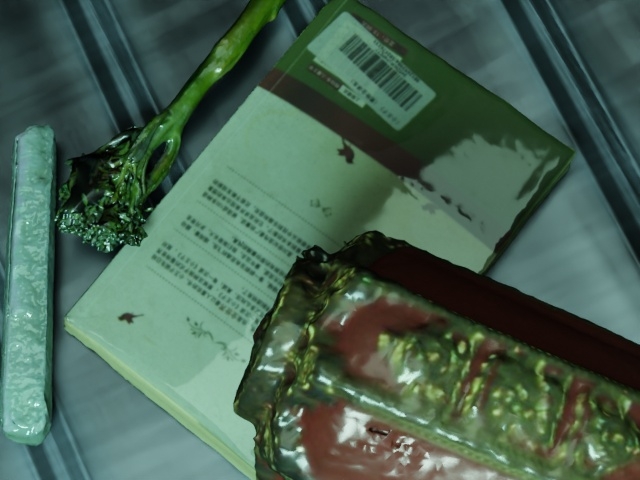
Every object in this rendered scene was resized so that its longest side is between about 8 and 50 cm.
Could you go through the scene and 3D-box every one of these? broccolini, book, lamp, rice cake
[{"bbox_3d":[-0.080,-0.093,1.166,0.071,0.057,0.254,41,71,-5],"label":"broccolini"},{"bbox_3d":[0.000,0.000,1.135,0.201,0.026,0.289,37,79,13],"label":"book"},{"bbox_3d":[0.087,0.108,1.007,0.274,0.177,0.177,26,76,-4],"label":"lamp"},{"bbox_3d":[-0.184,0.027,1.136,0.033,0.033,0.208,1,72,-7],"label":"rice cake"}]
